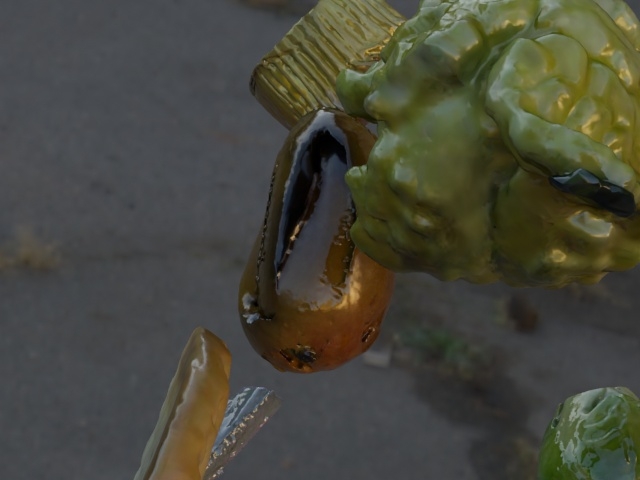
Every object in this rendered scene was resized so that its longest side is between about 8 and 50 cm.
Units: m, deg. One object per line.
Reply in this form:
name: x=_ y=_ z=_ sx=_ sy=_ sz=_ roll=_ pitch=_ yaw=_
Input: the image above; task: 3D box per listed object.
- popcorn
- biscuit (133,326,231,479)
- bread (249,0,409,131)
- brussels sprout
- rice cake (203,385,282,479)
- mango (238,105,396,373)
popcorn: x=0.143 y=-0.088 z=1.421 sx=0.293 sy=0.293 sz=0.237 roll=11 pitch=67 yaw=1
biscuit: x=-0.127 y=0.209 z=1.138 sx=0.040 sy=0.309 sz=0.204 roll=26 pitch=5 yaw=-7
bread: x=0.023 y=-0.188 z=1.999 sx=0.133 sy=0.179 sz=0.250 roll=50 pitch=-8 yaw=1
brussels sprout: x=0.321 y=0.260 z=2.067 sx=0.161 sy=0.181 sz=0.144 roll=-22 pitch=-13 yaw=-1
rice cake: x=-0.143 y=0.253 z=2.027 sx=0.055 sy=0.049 sz=0.270 roll=23 pitch=56 yaw=37
mango: x=0.000 y=0.000 z=1.663 sx=0.156 sy=0.249 sz=0.151 roll=-10 pitch=-21 yaw=40
